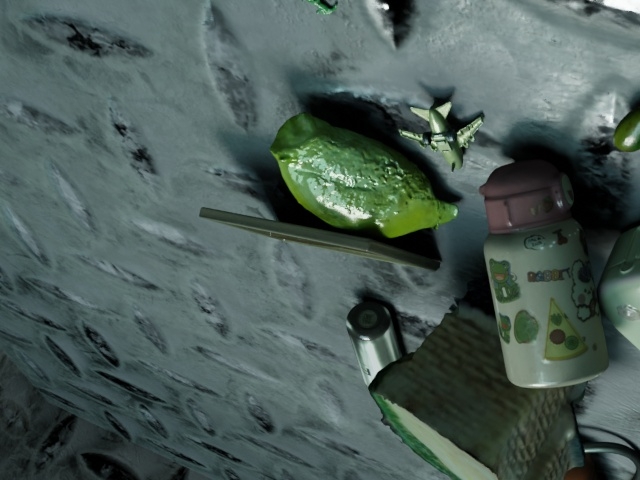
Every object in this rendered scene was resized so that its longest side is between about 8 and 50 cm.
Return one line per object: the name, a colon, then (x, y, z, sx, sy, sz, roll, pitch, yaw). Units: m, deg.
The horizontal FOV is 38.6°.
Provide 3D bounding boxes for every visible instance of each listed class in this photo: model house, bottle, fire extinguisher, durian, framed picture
model house: (0.259, 0.208, 1.262, 0.243, 0.284, 0.298, 34, 165, 34)
bottle: (0.099, 0.197, 1.596, 0.096, 0.080, 0.253, 59, 173, 40)
bottle: (0.251, 0.034, 1.045, 0.120, 0.120, 0.253, -5, 98, 48)
fire extinguisher: (0.467, 0.425, 1.608, 0.200, 0.113, 0.376, -27, 131, 8)
durian: (0.048, -0.070, 1.179, 0.250, 0.101, 0.139, 33, 152, -17)
framed picture: (0.000, 0.000, 1.318, 0.290, 0.020, 0.211, 11, 176, 34)

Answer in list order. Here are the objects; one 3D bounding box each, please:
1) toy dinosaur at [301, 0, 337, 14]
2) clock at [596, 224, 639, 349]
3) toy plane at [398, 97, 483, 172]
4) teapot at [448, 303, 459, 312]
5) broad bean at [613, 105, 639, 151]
toy dinosaur: (0.000, -0.270, 0.988, 0.062, 0.021, 0.083, 39, 156, -30)
clock: (0.494, 0.093, 1.009, 0.324, 0.108, 0.265, 39, 150, -17)
toy plane: (0.146, -0.120, 1.071, 0.102, 0.040, 0.111, -2, 137, 30)
teapot: (0.233, 0.131, 1.383, 0.088, 0.066, 0.057, 40, 178, 32)
broad bean: (0.387, -0.095, 0.868, 0.214, 0.048, 0.070, 12, 144, 30)
